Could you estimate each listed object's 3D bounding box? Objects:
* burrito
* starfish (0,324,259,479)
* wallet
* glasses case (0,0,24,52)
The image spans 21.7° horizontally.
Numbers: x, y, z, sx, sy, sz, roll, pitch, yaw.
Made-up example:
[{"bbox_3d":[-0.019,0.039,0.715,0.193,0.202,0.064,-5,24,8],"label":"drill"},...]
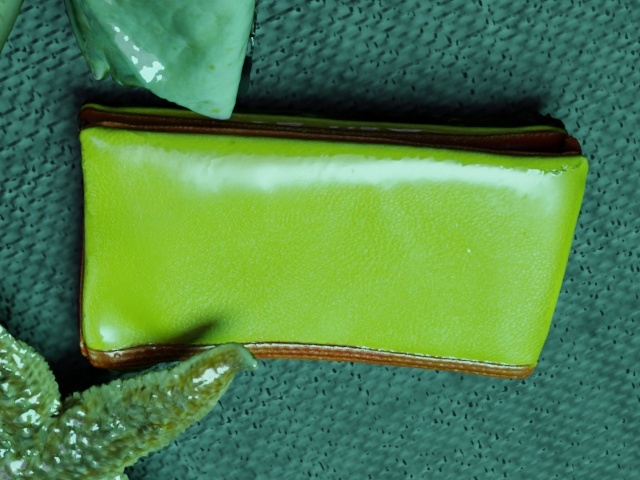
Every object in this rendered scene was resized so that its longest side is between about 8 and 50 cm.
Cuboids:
[{"bbox_3d":[-0.067,-0.167,0.676,0.096,0.066,0.309,19,143,13],"label":"burrito"},{"bbox_3d":[-0.174,0.112,0.847,0.231,0.048,0.295,33,124,-18],"label":"starfish"},{"bbox_3d":[0.000,0.000,0.826,0.241,0.067,0.141,3,120,-5],"label":"wallet"},{"bbox_3d":[-0.251,0.002,0.730,0.098,0.156,0.425,26,110,-28],"label":"glasses case"}]
